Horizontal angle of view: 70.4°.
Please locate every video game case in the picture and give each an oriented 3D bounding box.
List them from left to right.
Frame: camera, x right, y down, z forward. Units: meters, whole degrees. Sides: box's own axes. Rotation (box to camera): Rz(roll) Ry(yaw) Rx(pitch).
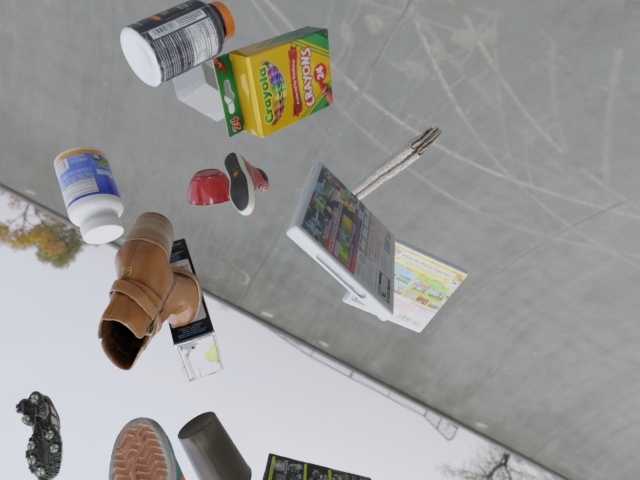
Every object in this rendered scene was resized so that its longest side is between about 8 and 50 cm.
[{"bbox_3d":[0.041,-0.007,0.655,0.183,0.023,0.201,43,-150,-17],"label":"video game case"},{"bbox_3d":[0.199,0.108,1.086,0.227,0.206,0.026,24,-152,-13],"label":"video game case"}]

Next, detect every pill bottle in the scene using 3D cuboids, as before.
[{"bbox_3d":[-0.685,-0.133,1.361,0.271,0.152,0.152,64,-175,16],"label":"pill bottle"},{"bbox_3d":[-0.309,-0.457,1.025,0.131,0.246,0.130,31,146,24],"label":"pill bottle"}]

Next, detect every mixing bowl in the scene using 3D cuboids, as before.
[{"bbox_3d":[-0.402,-0.203,1.651,0.182,0.098,0.181,-4,-156,2],"label":"mixing bowl"}]

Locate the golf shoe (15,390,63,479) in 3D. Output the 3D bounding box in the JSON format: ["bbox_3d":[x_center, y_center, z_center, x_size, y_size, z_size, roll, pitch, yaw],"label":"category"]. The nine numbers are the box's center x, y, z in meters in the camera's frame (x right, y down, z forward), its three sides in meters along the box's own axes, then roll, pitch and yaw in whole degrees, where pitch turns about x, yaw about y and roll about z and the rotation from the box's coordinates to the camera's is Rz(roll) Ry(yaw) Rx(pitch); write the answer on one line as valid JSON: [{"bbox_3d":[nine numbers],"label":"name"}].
[{"bbox_3d":[-0.836,0.596,1.396,0.272,0.105,0.120,62,172,23],"label":"golf shoe"}]

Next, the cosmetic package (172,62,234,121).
[{"bbox_3d":[-0.393,-0.521,1.594,0.127,0.107,0.238,-21,171,20],"label":"cosmetic package"}]

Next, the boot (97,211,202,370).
[{"bbox_3d":[-0.278,0.121,0.763,0.109,0.220,0.283,4,135,-4],"label":"boot"}]

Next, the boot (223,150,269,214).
[{"bbox_3d":[-0.217,-0.166,1.491,0.176,0.088,0.244,30,-145,-50],"label":"boot"}]

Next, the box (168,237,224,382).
[{"bbox_3d":[-0.310,0.156,1.049,0.169,0.087,0.289,92,155,-45],"label":"box"}]

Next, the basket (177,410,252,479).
[{"bbox_3d":[-0.335,0.667,1.413,0.226,0.154,0.204,65,160,-10],"label":"basket"}]

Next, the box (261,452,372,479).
[{"bbox_3d":[-0.007,0.489,0.777,0.217,0.060,0.270,14,-174,-2],"label":"box"}]

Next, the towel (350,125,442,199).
[{"bbox_3d":[0.202,-0.213,1.270,0.049,0.187,0.282,51,135,-4],"label":"towel"}]

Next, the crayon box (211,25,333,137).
[{"bbox_3d":[-0.106,-0.396,1.145,0.081,0.319,0.202,28,139,36],"label":"crayon box"}]

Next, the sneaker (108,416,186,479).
[{"bbox_3d":[-0.258,0.444,0.746,0.121,0.108,0.302,82,165,-70],"label":"sneaker"}]
